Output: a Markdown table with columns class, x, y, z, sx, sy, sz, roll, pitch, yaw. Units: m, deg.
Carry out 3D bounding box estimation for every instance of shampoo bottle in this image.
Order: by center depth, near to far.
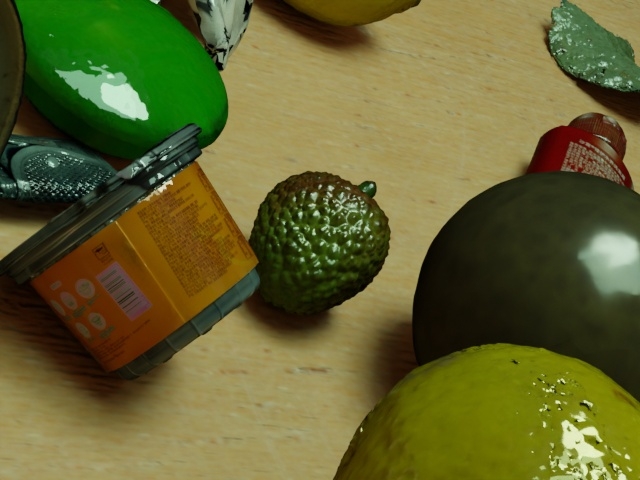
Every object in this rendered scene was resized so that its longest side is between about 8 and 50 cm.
| class | x | y | z | sx | sy | sz | roll | pitch | yaw |
| --- | --- | --- | --- | --- | --- | --- | --- | --- | --- |
| shampoo bottle | 0.255 | -0.040 | 1.936 | 0.118 | 0.076 | 0.314 | 36 | 29 | -4 |

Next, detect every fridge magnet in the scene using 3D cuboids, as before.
| class | x | y | z | sx | sy | sz | roll | pitch | yaw |
| --- | --- | --- | --- | --- | --- | --- | --- | --- | --- |
| fridge magnet | -0.170 | -0.143 | 1.589 | 0.208 | 0.088 | 0.208 | 28 | 30 | -18 |

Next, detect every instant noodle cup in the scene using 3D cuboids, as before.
| class | x | y | z | sx | sy | sz | roll | pitch | yaw |
| --- | --- | --- | --- | --- | --- | --- | --- | --- | --- |
| instant noodle cup | -0.123 | 0.017 | 1.358 | 0.125 | 0.177 | 0.208 | 53 | -1 | -3 |

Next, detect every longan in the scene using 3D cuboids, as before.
| class | x | y | z | sx | sy | sz | roll | pitch | yaw |
| --- | --- | --- | --- | --- | --- | --- | --- | --- | --- |
| longan | 0.195 | 0.065 | 1.550 | 0.258 | 0.258 | 0.258 | 28 | 31 | -19 |

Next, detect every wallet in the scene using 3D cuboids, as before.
| class | x | y | z | sx | sy | sz | roll | pitch | yaw |
| --- | --- | --- | --- | --- | --- | --- | --- | --- | --- |
| wallet | -0.210 | -0.057 | 1.471 | 0.129 | 0.026 | 0.088 | 2 | 31 | -46 |

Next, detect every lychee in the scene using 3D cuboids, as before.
| class | x | y | z | sx | sy | sz | roll | pitch | yaw |
| --- | --- | --- | --- | --- | --- | --- | --- | --- | --- |
| lychee | 0.000 | 0.000 | 1.557 | 0.114 | 0.114 | 0.146 | 37 | 50 | -3 |

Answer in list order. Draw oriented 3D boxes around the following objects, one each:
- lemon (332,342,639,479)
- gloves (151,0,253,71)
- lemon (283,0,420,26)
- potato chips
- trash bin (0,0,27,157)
| class | x | y | z | sx | sy | sz | roll | pitch | yaw |
| --- | --- | --- | --- | --- | --- | --- | --- | --- | --- |
| lemon | 0.128 | 0.202 | 1.274 | 0.258 | 0.258 | 0.310 | 27 | 35 | -20 |
| gloves | -0.114 | -0.254 | 1.795 | 0.127 | 0.111 | 0.212 | 21 | 26 | -38 |
| lemon | 0.019 | -0.308 | 1.947 | 0.193 | 0.181 | 0.180 | 38 | 28 | 16 |
| potato chips | 0.377 | -0.197 | 2.312 | 0.228 | 0.059 | 0.167 | 24 | 23 | -24 |
| trash bin | -0.399 | -0.170 | 1.116 | 0.432 | 0.280 | 0.280 | 39 | 27 | 26 |
